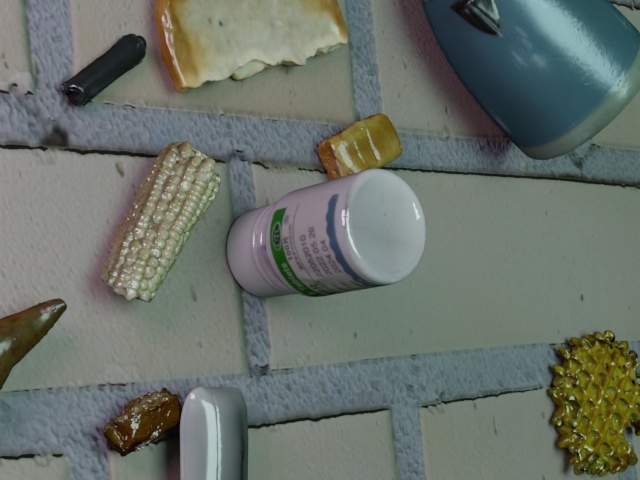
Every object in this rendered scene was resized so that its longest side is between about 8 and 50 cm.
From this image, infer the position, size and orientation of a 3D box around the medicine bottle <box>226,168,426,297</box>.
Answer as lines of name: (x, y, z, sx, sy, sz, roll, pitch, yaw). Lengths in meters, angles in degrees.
medicine bottle: (0.000, 0.000, 1.419, 0.139, 0.237, 0.139, 11, 74, -41)

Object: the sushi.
sushi: (-0.200, 0.202, 1.327, 0.120, 0.052, 0.055, -29, 101, -41)

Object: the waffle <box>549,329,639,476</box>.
waffle: (0.453, 0.262, 1.898, 0.228, 0.051, 0.232, -1, 81, -39)

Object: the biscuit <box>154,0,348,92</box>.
biscuit: (-0.100, -0.309, 1.523, 0.309, 0.040, 0.204, -24, 98, -42)

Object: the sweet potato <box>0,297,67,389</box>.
sweet potato: (-0.362, 0.147, 1.190, 0.274, 0.067, 0.067, -44, 111, -32)

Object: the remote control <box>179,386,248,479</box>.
remote control: (-0.113, 0.326, 1.359, 0.109, 0.055, 0.313, 16, 71, -63)

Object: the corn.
corn: (-0.187, -0.016, 1.368, 0.087, 0.087, 0.211, 39, 64, -30)

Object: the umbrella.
umbrella: (-0.249, -0.199, 1.378, 0.133, 0.031, 0.036, -47, 139, -37)

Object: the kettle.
kettle: (0.289, -0.339, 1.777, 0.342, 0.247, 0.319, 42, 26, -18)

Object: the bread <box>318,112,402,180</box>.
bread: (0.056, -0.126, 1.617, 0.132, 0.053, 0.074, -29, 101, -43)
